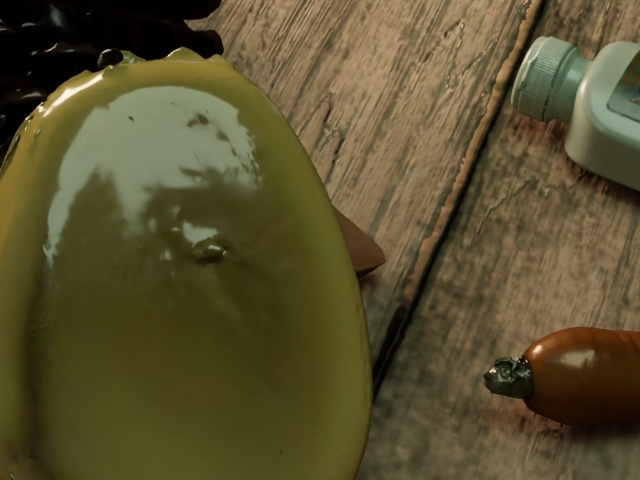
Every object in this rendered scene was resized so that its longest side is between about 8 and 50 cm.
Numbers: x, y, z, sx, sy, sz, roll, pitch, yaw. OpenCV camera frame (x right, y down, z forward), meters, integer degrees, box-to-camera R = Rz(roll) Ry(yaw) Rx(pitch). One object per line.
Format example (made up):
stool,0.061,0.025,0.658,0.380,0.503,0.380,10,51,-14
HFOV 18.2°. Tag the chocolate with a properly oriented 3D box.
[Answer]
chocolate,0.000,0.000,1.460,0.101,0.031,0.064,40,37,27

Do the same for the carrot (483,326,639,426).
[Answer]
carrot,0.271,0.092,1.393,0.336,0.069,0.069,-1,44,-16

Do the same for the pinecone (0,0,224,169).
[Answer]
pinecone,-0.185,-0.116,1.405,0.246,0.246,0.292,2,62,-9

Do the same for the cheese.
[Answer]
cheese,-0.095,0.030,1.253,0.260,0.128,0.315,2,77,-21

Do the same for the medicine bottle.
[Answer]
medicine bottle,0.266,-0.092,1.569,0.229,0.083,0.121,23,47,14
